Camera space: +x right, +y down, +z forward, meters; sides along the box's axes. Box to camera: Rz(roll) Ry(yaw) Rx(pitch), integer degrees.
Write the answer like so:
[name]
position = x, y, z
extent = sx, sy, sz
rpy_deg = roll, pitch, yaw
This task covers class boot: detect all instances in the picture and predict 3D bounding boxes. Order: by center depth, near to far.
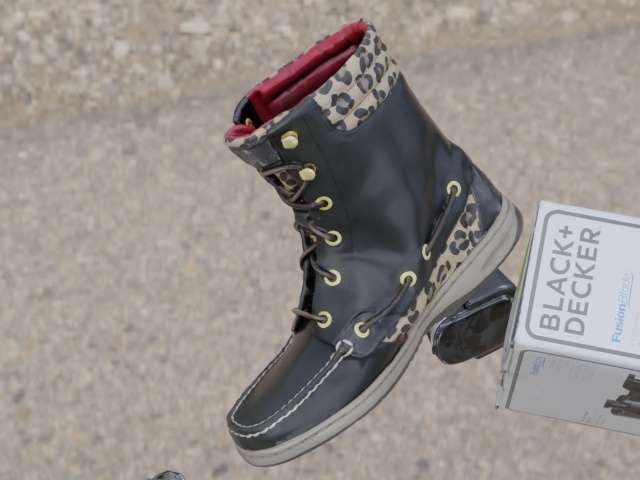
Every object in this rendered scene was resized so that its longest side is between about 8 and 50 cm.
[boot]
position = 0.000, 0.000, 1.391
extent = 0.377, 0.284, 0.138
rpy_deg = -43, 27, -15

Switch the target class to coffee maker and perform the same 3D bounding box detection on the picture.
[coffee maker]
position = 0.170, 0.042, 1.777
extent = 0.171, 0.120, 0.178
rpy_deg = -42, 48, 5

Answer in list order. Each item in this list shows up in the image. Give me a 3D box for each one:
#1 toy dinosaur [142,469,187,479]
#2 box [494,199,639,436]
[toy dinosaur]
position = -0.142, 0.381, 1.786
extent = 0.164, 0.322, 0.218
rpy_deg = -9, 79, -40
[box]
position = 0.252, 0.068, 0.847
extent = 0.290, 0.169, 0.087
rpy_deg = 10, 72, 8
